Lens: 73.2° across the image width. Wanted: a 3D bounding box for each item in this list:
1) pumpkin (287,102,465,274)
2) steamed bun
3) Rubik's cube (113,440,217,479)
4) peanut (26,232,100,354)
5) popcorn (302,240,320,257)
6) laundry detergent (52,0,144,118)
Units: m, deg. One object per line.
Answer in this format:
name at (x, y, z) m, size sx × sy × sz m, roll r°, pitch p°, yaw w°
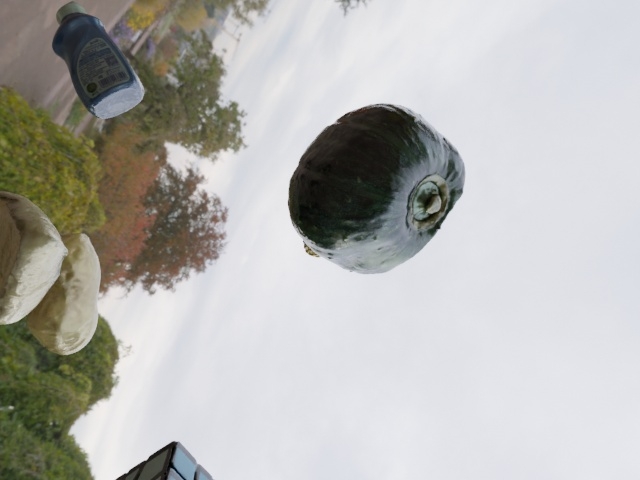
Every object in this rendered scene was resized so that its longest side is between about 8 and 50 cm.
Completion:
pumpkin at (0.064, -0.104, 0.735) m, size 0.293 × 0.196 × 0.263 m, roll -56°, pitch -136°, yaw 5°
steamed bun at (-0.519, 0.037, 0.755) m, size 0.231 × 0.110 × 0.213 m, roll 33°, pitch -75°, yaw 37°
Rubik's cube at (-0.417, 0.761, 1.101) m, size 0.293 × 0.284 × 0.288 m, roll -31°, pitch -164°, yaw 3°
peanut at (-0.568, 0.130, 0.958) m, size 0.148 × 0.147 × 0.319 m, roll -109°, pitch -145°, yaw -58°
popcorn at (0.000, 0.000, 0.992) m, size 0.082 × 0.057 × 0.083 m, roll -34°, pitch -166°, yaw 22°
laundry detergent at (-0.552, -0.444, 1.041) m, size 0.143 × 0.290 × 0.094 m, roll -30°, pitch 171°, yaw -5°
